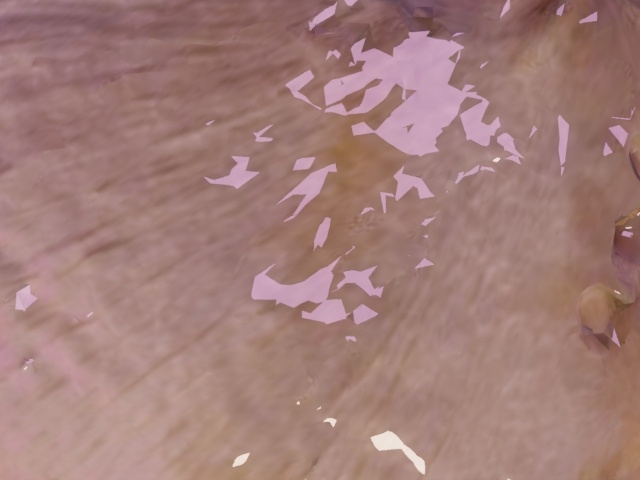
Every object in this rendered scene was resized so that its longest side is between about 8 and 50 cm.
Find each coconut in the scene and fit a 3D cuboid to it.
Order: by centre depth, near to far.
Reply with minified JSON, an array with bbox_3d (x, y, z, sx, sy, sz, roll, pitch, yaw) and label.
[{"bbox_3d":[0.000,0.000,0.658,0.405,0.404,0.404,8,63,-16],"label":"coconut"}]
